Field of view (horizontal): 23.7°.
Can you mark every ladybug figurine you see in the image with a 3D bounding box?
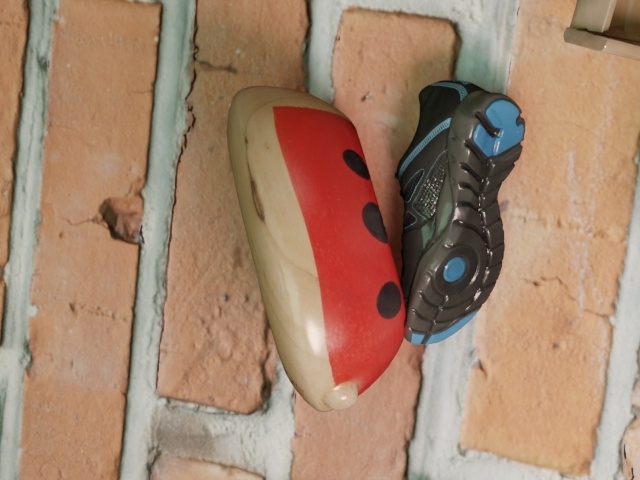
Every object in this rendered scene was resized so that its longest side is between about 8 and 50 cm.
[{"bbox_3d":[0.000,0.000,1.875,0.162,0.305,0.449,-15,63,1],"label":"ladybug figurine"}]

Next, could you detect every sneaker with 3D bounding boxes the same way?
[{"bbox_3d":[0.157,-0.035,1.918,0.140,0.125,0.341,33,114,48],"label":"sneaker"}]

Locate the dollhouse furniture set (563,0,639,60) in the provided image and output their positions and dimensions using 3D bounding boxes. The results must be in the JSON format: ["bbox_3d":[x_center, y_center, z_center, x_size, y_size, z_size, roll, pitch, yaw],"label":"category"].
[{"bbox_3d":[0.480,-0.284,1.604,0.394,0.362,0.256,26,107,49],"label":"dollhouse furniture set"}]
